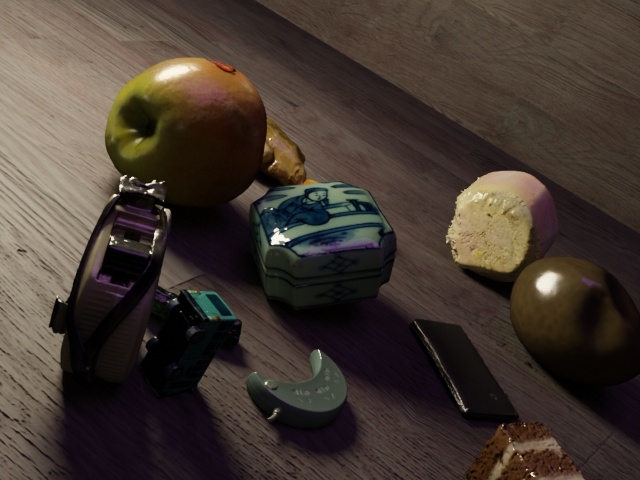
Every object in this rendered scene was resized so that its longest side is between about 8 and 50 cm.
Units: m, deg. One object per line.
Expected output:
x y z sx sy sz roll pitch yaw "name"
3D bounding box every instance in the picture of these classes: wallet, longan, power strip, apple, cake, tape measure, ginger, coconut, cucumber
0.302 0.271 1.495 0.145 0.030 0.285 9 33 -26 "wallet"
0.610 0.196 1.662 0.350 0.288 0.288 47 31 13 "longan"
-0.033 0.259 1.189 0.137 0.044 0.216 41 29 25 "power strip"
-0.297 -0.242 1.526 0.304 0.339 0.338 4 34 -42 "apple"
0.350 0.403 1.179 0.134 0.135 0.147 6 29 -36 "cake"
-0.307 0.068 1.023 0.132 0.271 0.231 19 26 -16 "tape measure"
-0.126 -0.233 1.901 0.218 0.123 0.270 -4 40 -50 "ginger"
0.517 -0.043 1.978 0.297 0.298 0.309 36 31 17 "coconut"
-0.227 0.134 1.229 0.187 0.058 0.058 25 26 -9 "cucumber"

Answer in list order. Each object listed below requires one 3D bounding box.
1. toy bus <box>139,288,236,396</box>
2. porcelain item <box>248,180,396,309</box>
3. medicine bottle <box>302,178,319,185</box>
-0.207 0.160 1.086 0.091 0.160 0.079 7 30 -51 "toy bus"
0.000 0.000 1.472 0.281 0.157 0.286 -5 37 -14 "porcelain item"
0.040 -0.086 1.820 0.191 0.096 0.096 18 28 -18 "medicine bottle"
